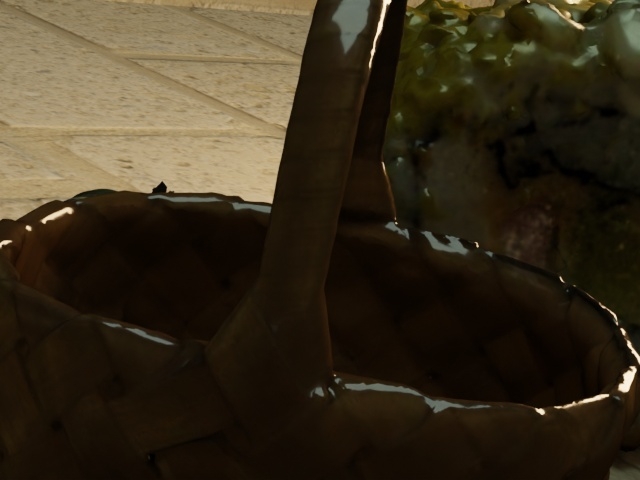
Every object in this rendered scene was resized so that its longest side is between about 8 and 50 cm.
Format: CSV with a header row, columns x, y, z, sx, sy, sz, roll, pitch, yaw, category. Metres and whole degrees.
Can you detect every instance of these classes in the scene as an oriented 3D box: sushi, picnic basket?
x,y,z,sx,sy,sz,roll,pitch,yaw,category
0.202,-0.031,1.249,0.396,0.352,0.240,5,18,-8,sushi
0.000,0.000,0.792,0.337,0.337,0.293,13,17,5,picnic basket

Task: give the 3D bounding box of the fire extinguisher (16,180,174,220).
x,y,z,sx,sy,sz,roll,pitch,yaw,category
-0.202,0.011,1.305,0.093,0.118,0.294,49,20,1,fire extinguisher
